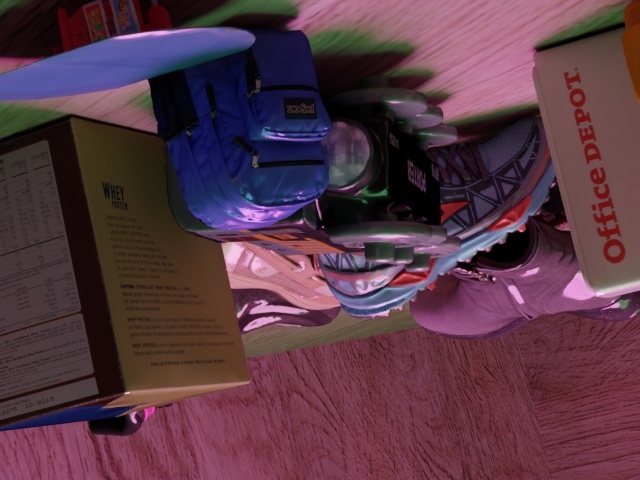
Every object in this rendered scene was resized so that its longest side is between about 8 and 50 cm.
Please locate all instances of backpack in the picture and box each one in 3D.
[{"bbox_3d":[-0.047,-0.070,0.937,0.098,0.120,0.101,-6,169,-37],"label":"backpack"}]

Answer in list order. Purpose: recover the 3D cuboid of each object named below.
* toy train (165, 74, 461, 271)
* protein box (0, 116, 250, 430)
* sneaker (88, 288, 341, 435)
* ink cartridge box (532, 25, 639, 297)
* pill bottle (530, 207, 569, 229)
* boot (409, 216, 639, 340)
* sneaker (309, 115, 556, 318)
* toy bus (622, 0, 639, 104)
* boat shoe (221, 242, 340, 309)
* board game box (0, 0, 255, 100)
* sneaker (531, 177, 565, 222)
[{"bbox_3d":[0.005,-0.047,1.179,0.190,0.142,0.334,-2,176,12],"label":"toy train"},{"bbox_3d":[-0.174,0.030,1.138,0.136,0.201,0.200,-16,171,22],"label":"protein box"},{"bbox_3d":[-0.195,0.109,1.636,0.483,0.202,0.185,-9,172,-22],"label":"sneaker"},{"bbox_3d":[0.324,-0.082,1.152,0.273,0.198,0.115,-15,173,17],"label":"ink cartridge box"},{"bbox_3d":[0.255,-0.053,1.635,0.086,0.086,0.152,-6,169,-39],"label":"pill bottle"},{"bbox_3d":[0.160,0.022,1.570,0.223,0.118,0.338,17,160,-36],"label":"boot"},{"bbox_3d":[0.106,-0.040,1.373,0.262,0.125,0.104,-38,-149,-1],"label":"sneaker"},{"bbox_3d":[0.348,-0.163,0.951,0.333,0.108,0.130,-18,170,35],"label":"toy bus"},{"bbox_3d":[0.000,0.000,1.482,0.110,0.121,0.341,-17,170,32],"label":"boat shoe"},{"bbox_3d":[-0.122,-0.114,0.845,0.169,0.033,0.133,-12,178,31],"label":"board game box"},{"bbox_3d":[0.236,-0.069,1.476,0.051,0.089,0.170,-10,174,-8],"label":"sneaker"}]
